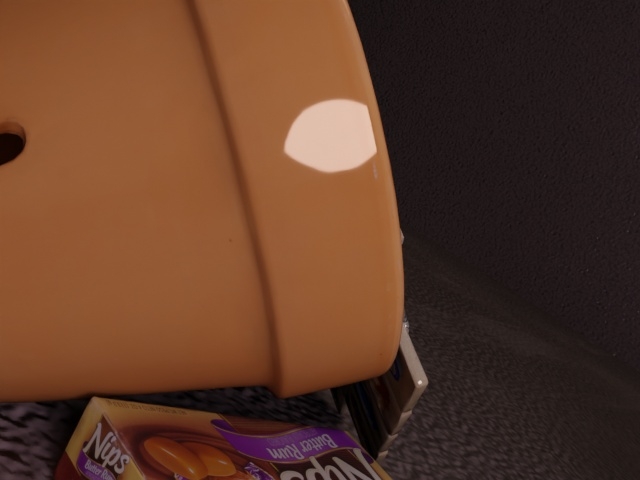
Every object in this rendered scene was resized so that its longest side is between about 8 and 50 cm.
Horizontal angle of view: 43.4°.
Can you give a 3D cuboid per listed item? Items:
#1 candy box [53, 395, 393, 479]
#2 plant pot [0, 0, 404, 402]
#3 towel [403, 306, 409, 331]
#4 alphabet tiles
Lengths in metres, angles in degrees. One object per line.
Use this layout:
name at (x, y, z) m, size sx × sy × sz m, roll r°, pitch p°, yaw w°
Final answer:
candy box at (-0.027, 0.140, 0.410) m, size 0.186 × 0.053 × 0.109 m, roll 19°, pitch 13°, yaw -43°
plant pot at (-0.103, -0.037, 0.441) m, size 0.203 × 0.291 × 0.291 m, roll -16°, pitch 21°, yaw -11°
towel at (-0.030, 0.013, 1.068) m, size 0.324 × 0.056 × 0.312 m, roll 28°, pitch 5°, yaw 1°
alphabet tiles at (0.000, 0.000, 0.558) m, size 0.342 × 0.011 × 0.285 m, roll 96°, pitch -25°, yaw -64°
